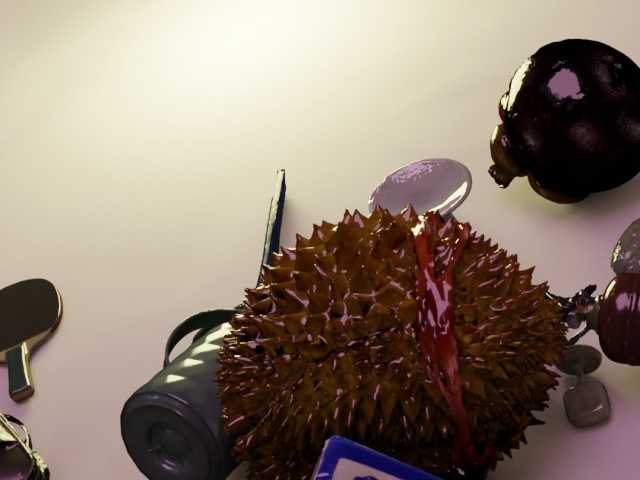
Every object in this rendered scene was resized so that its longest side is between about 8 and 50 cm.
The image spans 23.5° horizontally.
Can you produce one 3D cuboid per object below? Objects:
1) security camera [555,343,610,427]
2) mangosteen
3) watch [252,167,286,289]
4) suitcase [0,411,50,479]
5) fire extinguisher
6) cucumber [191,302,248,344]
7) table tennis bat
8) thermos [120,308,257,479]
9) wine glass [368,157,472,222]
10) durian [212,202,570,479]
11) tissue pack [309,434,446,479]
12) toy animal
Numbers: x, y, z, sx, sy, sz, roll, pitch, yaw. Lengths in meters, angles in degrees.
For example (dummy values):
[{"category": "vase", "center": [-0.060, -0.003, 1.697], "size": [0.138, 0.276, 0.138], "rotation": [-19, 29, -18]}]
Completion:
[{"category": "security camera", "center": [0.292, 0.167, 1.714], "size": [0.058, 0.058, 0.092], "rotation": [-12, 50, 16]}, {"category": "mangosteen", "center": [0.312, -0.143, 1.985], "size": [0.250, 0.211, 0.211], "rotation": [-39, 23, 37]}, {"category": "watch", "center": [-0.012, 0.003, 2.068], "size": [0.276, 0.068, 0.274], "rotation": [5, 45, 35]}, {"category": "suitcase", "center": [-0.481, 0.297, 1.854], "size": [0.283, 0.194, 0.434], "rotation": [-35, 39, -17]}, {"category": "fire extinguisher", "center": [0.394, 0.086, 1.665], "size": [0.344, 0.102, 0.138], "rotation": [7, 19, 20]}, {"category": "cucumber", "center": [-0.123, 0.119, 1.993], "size": [0.105, 0.048, 0.048], "rotation": [-29, 30, 31]}, {"category": "table tennis bat", "center": [-0.431, 0.139, 2.172], "size": [0.154, 0.021, 0.274], "rotation": [-25, 34, -1]}, {"category": "thermos", "center": [-0.117, 0.168, 1.836], "size": [0.182, 0.145, 0.286], "rotation": [24, 35, 18]}, {"category": "wine glass", "center": [0.150, 0.014, 1.857], "size": [0.165, 0.196, 0.165], "rotation": [-13, 37, 10]}, {"category": "durian", "center": [0.076, 0.132, 1.637], "size": [0.384, 0.347, 0.347], "rotation": [-20, 34, -14]}, {"category": "tissue pack", "center": [0.090, 0.329, 1.454], "size": [0.270, 0.137, 0.209], "rotation": [21, 42, 0]}, {"category": "toy animal", "center": [0.358, 0.045, 1.799], "size": [0.070, 0.079, 0.253], "rotation": [18, 54, 35]}]
